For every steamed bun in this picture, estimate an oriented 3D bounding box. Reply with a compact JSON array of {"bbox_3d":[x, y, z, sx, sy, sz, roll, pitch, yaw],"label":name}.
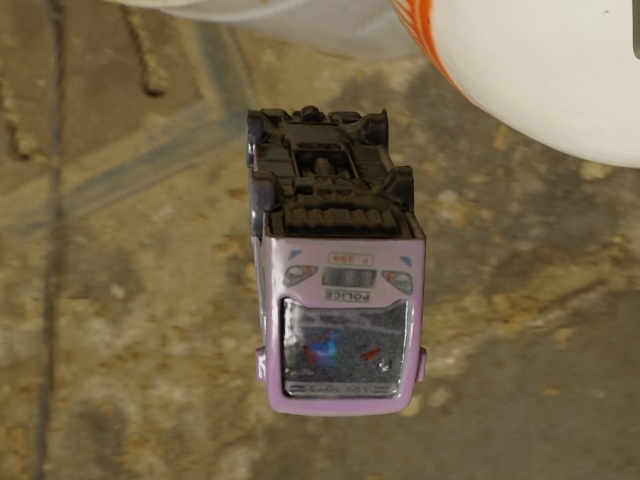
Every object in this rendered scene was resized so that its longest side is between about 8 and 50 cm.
[{"bbox_3d":[0.144,-0.208,1.022,0.241,0.374,0.374,-21,79,25],"label":"steamed bun"}]

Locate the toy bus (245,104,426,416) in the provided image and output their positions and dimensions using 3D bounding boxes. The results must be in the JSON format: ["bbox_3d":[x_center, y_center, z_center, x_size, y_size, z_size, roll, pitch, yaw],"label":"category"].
[{"bbox_3d":[0.000,0.000,0.427,0.037,0.130,0.052,1,107,-5],"label":"toy bus"}]

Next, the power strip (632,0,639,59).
[{"bbox_3d":[0.098,-0.087,0.489,0.027,0.017,0.083,-2,93,-3],"label":"power strip"}]
